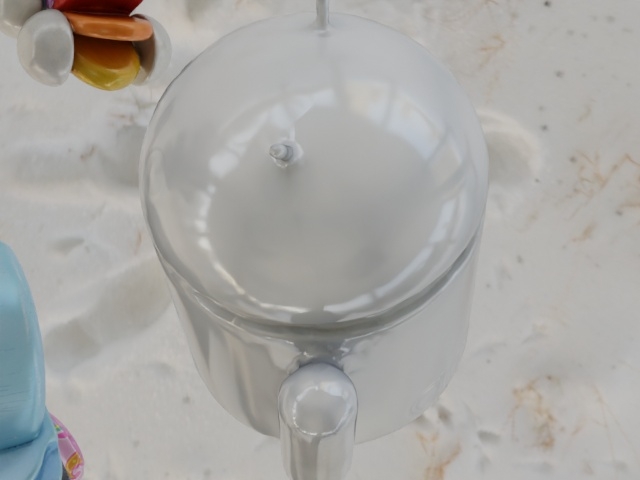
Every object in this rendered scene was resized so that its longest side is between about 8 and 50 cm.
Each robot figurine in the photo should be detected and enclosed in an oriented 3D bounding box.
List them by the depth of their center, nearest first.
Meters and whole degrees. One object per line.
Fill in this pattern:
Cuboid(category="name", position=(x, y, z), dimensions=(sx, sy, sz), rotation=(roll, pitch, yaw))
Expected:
Cuboid(category="robot figurine", position=(0.000, 0.000, 0.660), dimensions=(0.199, 0.300, 0.353), rotation=(-4, 148, 1))

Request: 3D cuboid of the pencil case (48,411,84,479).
Cuboid(category="pencil case", position=(-0.358, 0.267, 0.977), dimensions=(0.284, 0.124, 0.124), rotation=(-40, 115, -35))

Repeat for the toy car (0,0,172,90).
Cuboid(category="toy car", position=(-0.236, -0.243, 1.060), dimensions=(0.159, 0.182, 0.136), rotation=(-9, 141, -42))

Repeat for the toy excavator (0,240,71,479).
Cuboid(category="toy excavator", position=(-0.321, 0.014, 0.795), dimensions=(0.222, 0.433, 0.445), rotation=(-7, 137, -34))
